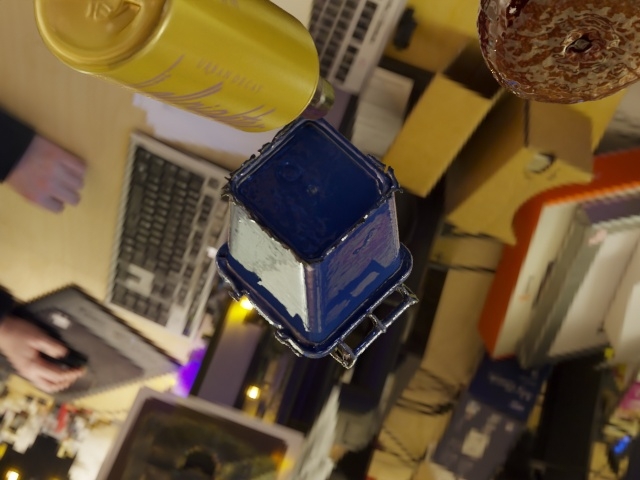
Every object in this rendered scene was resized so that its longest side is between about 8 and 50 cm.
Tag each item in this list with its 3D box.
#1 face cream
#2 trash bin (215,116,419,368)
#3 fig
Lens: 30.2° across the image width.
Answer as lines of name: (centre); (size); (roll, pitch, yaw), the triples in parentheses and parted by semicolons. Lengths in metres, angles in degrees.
face cream: (-0.054, -0.106, 0.674); (0.078, 0.078, 0.273); (5, 178, 21)
trash bin: (0.000, 0.000, 1.128); (0.184, 0.162, 0.234); (42, 164, 15)
fig: (0.193, -0.189, 0.871); (0.146, 0.201, 0.133); (-4, 120, 18)
